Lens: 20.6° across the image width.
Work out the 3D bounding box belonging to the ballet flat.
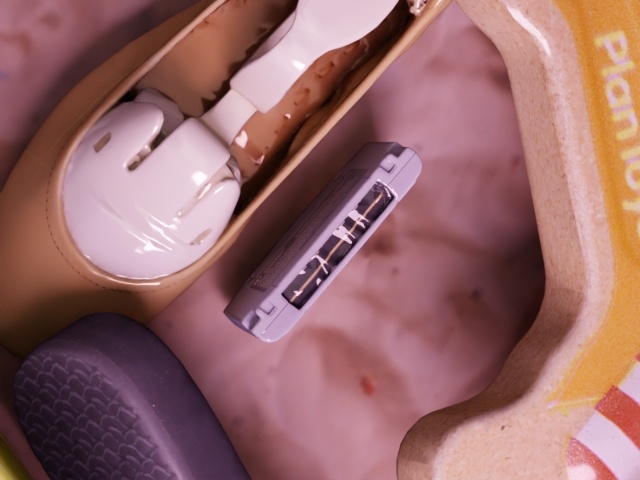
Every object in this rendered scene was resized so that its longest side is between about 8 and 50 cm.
[{"bbox_3d":[-0.033,-0.050,0.606,0.080,0.073,0.232,42,85,-9],"label":"ballet flat"}]

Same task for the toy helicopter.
[{"bbox_3d":[0.127,0.024,0.600,0.235,0.140,0.355,-17,98,-21],"label":"toy helicopter"}]

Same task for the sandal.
[{"bbox_3d":[-0.015,0.135,0.606,0.054,0.097,0.254,-34,104,-42],"label":"sandal"}]

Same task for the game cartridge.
[{"bbox_3d":[0.000,0.000,0.621,0.017,0.056,0.083,42,84,-15],"label":"game cartridge"}]

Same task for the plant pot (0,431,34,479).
[{"bbox_3d":[-0.160,0.149,0.519,0.227,0.207,0.228,-34,95,-6],"label":"plant pot"}]
